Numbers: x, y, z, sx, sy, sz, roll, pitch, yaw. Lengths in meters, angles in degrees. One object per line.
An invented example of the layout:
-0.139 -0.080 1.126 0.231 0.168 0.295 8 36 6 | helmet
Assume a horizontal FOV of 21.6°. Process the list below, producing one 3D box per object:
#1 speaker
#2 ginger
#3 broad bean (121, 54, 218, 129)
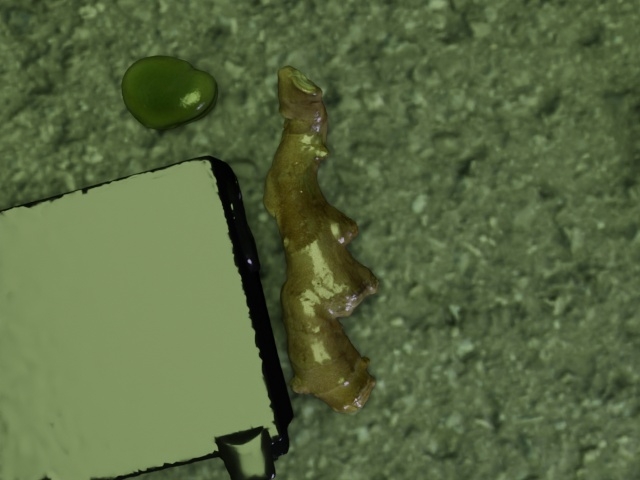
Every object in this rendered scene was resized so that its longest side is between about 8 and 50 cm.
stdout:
-0.151 0.081 1.324 0.232 0.184 0.254 -15 89 2 | speaker
0.000 0.000 1.375 0.089 0.075 0.288 -5 90 5 | ginger
-0.127 -0.123 1.401 0.083 0.045 0.063 8 87 11 | broad bean
